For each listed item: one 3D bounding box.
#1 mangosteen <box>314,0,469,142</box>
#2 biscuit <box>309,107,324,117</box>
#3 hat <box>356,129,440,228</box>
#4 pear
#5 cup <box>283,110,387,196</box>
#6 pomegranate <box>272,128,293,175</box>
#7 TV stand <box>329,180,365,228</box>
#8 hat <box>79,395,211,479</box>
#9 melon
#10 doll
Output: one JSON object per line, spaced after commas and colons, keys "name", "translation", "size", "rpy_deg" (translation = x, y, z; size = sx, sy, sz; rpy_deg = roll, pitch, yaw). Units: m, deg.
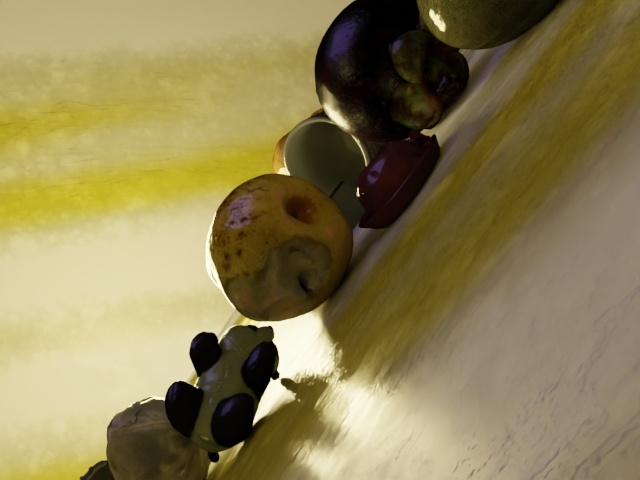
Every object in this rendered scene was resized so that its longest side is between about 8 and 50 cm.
{"name": "mangosteen", "translation": [0.143, -0.357, 1.654], "size": [0.330, 0.330, 0.330], "rpy_deg": [-54, 5, 7]}
{"name": "biscuit", "translation": [0.102, -0.379, 2.410], "size": [0.262, 0.277, 0.052], "rpy_deg": [123, 141, -72]}
{"name": "hat", "translation": [0.119, -0.110, 1.392], "size": [0.205, 0.089, 0.205], "rpy_deg": [-53, 5, 7]}
{"name": "pear", "translation": [-0.077, 0.018, 1.435], "size": [0.271, 0.271, 0.271], "rpy_deg": [-54, 5, 7]}
{"name": "cup", "translation": [0.063, -0.198, 2.052], "size": [0.257, 0.227, 0.301], "rpy_deg": [-40, -38, -54]}
{"name": "pomegranate", "translation": [-0.016, -0.210, 2.341], "size": [0.229, 0.252, 0.270], "rpy_deg": [-31, 9, 28]}
{"name": "TV stand", "translation": [0.000, 0.000, 1.787], "size": [0.269, 0.083, 0.088], "rpy_deg": [-55, 6, 2]}
{"name": "hat", "translation": [-0.277, 0.400, 1.345], "size": [0.232, 0.161, 0.275], "rpy_deg": [25, -102, -61]}
{"name": "melon", "translation": [0.279, -0.451, 1.306], "size": [0.248, 0.249, 0.329], "rpy_deg": [-58, -3, -36]}
{"name": "doll", "translation": [-0.148, 0.231, 1.313], "size": [0.135, 0.144, 0.234], "rpy_deg": [81, -154, -55]}
